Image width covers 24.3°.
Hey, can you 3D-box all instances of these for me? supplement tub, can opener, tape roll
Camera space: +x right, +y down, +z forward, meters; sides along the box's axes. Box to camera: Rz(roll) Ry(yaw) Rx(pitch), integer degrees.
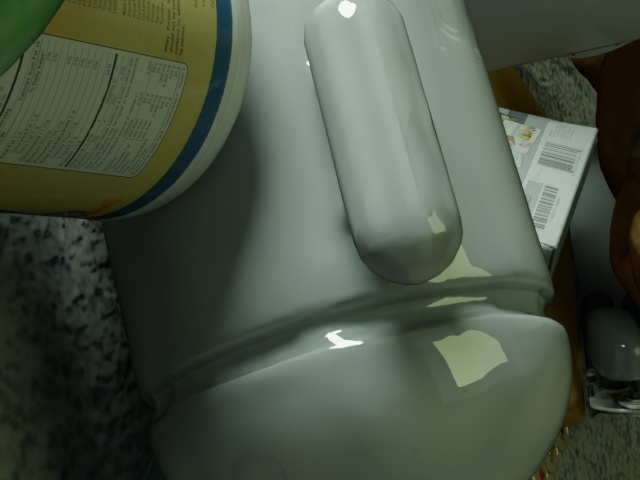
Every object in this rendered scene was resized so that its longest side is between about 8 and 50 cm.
[{"bbox_3d":[-0.138,-0.083,0.566,0.200,0.144,0.144,5,75,-53],"label":"supplement tub"},{"bbox_3d":[0.256,0.077,1.241,0.283,0.076,0.095,-63,149,-74],"label":"can opener"},{"bbox_3d":[0.317,0.004,1.475,0.219,0.072,0.219,33,51,-53],"label":"tape roll"}]

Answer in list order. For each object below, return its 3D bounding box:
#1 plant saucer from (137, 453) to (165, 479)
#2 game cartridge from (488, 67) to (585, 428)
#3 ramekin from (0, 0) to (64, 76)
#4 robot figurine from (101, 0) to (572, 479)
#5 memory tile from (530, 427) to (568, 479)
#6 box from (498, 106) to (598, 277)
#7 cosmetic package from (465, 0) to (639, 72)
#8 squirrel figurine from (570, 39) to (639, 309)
[{"bbox_3d":[-0.064,0.152,0.750,0.119,0.021,0.119,33,50,-52],"label":"plant saucer"},{"bbox_3d":[0.116,-0.042,1.132,0.324,0.053,0.285,45,38,-49],"label":"game cartridge"},{"bbox_3d":[-0.181,-0.177,0.380,0.303,0.148,0.303,14,57,-22],"label":"ramekin"},{"bbox_3d":[0.000,0.000,0.710,0.300,0.200,0.353,114,-36,-71],"label":"robot figurine"},{"bbox_3d":[0.179,0.134,1.224,0.113,0.012,0.148,68,28,-18],"label":"memory tile"},{"bbox_3d":[0.063,-0.042,0.902,0.145,0.186,0.038,-60,162,-53],"label":"box"},{"bbox_3d":[0.112,-0.290,0.940,0.385,0.217,0.156,49,42,-45],"label":"cosmetic package"},{"bbox_3d":[0.311,-0.094,1.258,0.370,0.281,0.397,60,-2,34],"label":"squirrel figurine"}]
